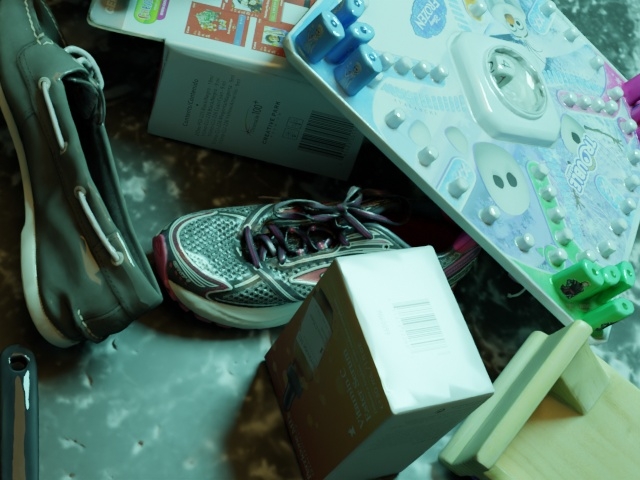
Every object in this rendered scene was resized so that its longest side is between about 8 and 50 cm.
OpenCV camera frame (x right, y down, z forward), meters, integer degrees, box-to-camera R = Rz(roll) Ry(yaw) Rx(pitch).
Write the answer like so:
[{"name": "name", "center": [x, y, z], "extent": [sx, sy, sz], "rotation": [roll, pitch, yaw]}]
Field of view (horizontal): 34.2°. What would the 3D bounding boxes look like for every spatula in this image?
[{"name": "spatula", "center": [-0.211, 0.209, 0.733], "extent": [0.084, 0.030, 0.296], "rotation": [0, 58, -20]}]

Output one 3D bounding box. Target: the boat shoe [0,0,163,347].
[{"name": "boat shoe", "center": [-0.200, -0.075, 0.865], "extent": [0.095, 0.112, 0.335], "rotation": [-18, 68, 9]}]

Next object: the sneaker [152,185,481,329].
[{"name": "sneaker", "center": [0.000, 0.000, 0.914], "extent": [0.299, 0.112, 0.121], "rotation": [-3, 59, -24]}]

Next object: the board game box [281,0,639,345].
[{"name": "board game box", "center": [0.190, -0.155, 1.007], "extent": [0.390, 0.050, 0.390], "rotation": [42, 44, -10]}]

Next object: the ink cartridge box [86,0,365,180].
[{"name": "ink cartridge box", "center": [-0.073, -0.243, 1.033], "extent": [0.272, 0.130, 0.309], "rotation": [14, 53, -9]}]

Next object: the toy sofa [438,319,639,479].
[{"name": "toy sofa", "center": [0.286, 0.240, 0.872], "extent": [0.362, 0.177, 0.150], "rotation": [39, 76, 5]}]

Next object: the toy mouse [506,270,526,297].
[{"name": "toy mouse", "center": [0.233, 0.003, 1.062], "extent": [0.161, 0.031, 0.143], "rotation": [-18, 67, -32]}]

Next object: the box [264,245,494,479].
[{"name": "box", "center": [0.039, 0.105, 0.821], "extent": [0.091, 0.170, 0.130], "rotation": [-7, 61, -28]}]
